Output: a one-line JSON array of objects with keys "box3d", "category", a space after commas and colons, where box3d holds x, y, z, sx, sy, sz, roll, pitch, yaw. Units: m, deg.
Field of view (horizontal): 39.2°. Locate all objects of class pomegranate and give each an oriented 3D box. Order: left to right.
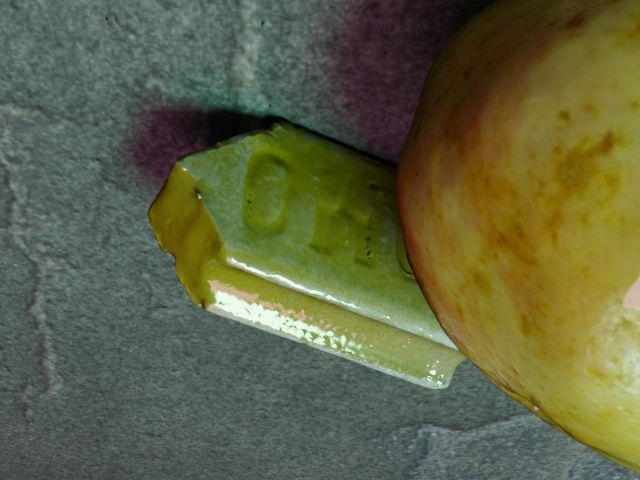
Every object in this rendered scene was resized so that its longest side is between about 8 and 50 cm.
[{"box3d": [0.217, -0.035, 0.538, 0.342, 0.343, 0.342, 3, 140, 3], "category": "pomegranate"}]

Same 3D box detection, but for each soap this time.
[{"box3d": [0.000, 0.000, 0.688, 0.257, 0.160, 0.080, 21, 136, -19], "category": "soap"}]
